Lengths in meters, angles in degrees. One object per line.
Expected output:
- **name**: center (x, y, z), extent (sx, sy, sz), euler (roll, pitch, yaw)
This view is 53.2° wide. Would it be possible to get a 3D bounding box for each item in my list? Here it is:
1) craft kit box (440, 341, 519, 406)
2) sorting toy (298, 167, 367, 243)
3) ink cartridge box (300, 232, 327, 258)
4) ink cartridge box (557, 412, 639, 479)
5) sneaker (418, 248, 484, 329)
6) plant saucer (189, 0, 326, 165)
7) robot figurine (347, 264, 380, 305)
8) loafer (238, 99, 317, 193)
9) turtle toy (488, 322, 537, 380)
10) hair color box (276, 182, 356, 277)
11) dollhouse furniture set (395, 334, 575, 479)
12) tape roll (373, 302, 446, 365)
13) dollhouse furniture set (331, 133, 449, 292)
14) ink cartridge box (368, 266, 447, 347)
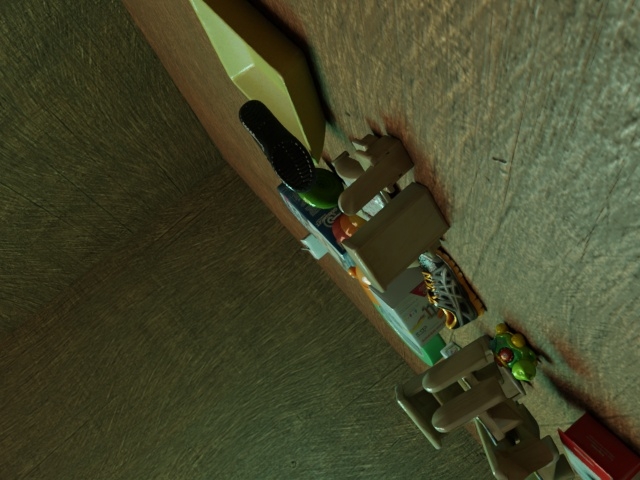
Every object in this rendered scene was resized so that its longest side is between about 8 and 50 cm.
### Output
- **craft kit box**: center (0.486, 0.435, 1.868), extent (0.250, 0.061, 0.246), euler (52, 176, -18)
- **sorting toy**: center (0.028, -0.146, 1.578), extent (0.365, 0.127, 0.126), euler (51, 145, 20)
- **ink cartridge box**: center (0.000, 0.000, 2.312), extent (0.090, 0.143, 0.092), euler (51, 174, -5)
- **ink cartridge box**: center (0.547, 0.427, 1.232), extent (0.134, 0.078, 0.231), euler (44, 172, 46)
- **sneaker**: center (0.255, 0.096, 1.329), extent (0.215, 0.083, 0.084), euler (53, 175, -11)
- **plant saucer**: center (-0.109, -0.347, 1.284), extent (0.333, 0.081, 0.332), euler (48, 173, 23)
- **robot figurine**: center (0.169, 0.100, 1.757), extent (0.158, 0.128, 0.219), euler (46, 172, 39)
- **loafer**: center (-0.082, -0.196, 1.327), extent (0.220, 0.080, 0.078), euler (56, -177, -3)
- **turtle toy**: center (0.385, 0.230, 1.271), extent (0.095, 0.066, 0.130), euler (53, 173, -29)
- **hair color box**: center (0.018, -0.056, 2.025), extent (0.347, 0.105, 0.174), euler (46, 173, 31)
- **dollhouse furniture set**: center (0.328, 0.413, 1.363), extent (0.362, 0.256, 0.394), euler (51, -167, -16)
- **tape roll**: center (0.300, 0.285, 2.192), extent (0.321, 0.077, 0.321), euler (49, 175, 6)
- **dollhouse furniture set**: center (0.056, -0.068, 1.245), extent (0.303, 0.174, 0.355), euler (55, 169, -33)
- **ink cartridge box**: center (0.235, 0.159, 1.639), extent (0.176, 0.128, 0.127), euler (53, 173, -36)
